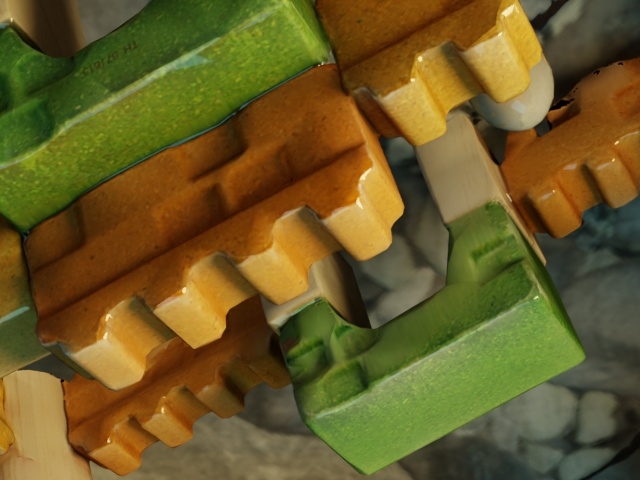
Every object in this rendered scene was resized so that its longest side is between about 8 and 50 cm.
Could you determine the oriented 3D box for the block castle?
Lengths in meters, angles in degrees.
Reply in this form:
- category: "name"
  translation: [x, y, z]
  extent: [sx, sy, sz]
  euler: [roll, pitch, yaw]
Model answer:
- category: "block castle"
  translation: [0.000, 0.000, 0.675]
  extent: [0.453, 0.213, 0.303]
  euler: [-29, 137, 11]
